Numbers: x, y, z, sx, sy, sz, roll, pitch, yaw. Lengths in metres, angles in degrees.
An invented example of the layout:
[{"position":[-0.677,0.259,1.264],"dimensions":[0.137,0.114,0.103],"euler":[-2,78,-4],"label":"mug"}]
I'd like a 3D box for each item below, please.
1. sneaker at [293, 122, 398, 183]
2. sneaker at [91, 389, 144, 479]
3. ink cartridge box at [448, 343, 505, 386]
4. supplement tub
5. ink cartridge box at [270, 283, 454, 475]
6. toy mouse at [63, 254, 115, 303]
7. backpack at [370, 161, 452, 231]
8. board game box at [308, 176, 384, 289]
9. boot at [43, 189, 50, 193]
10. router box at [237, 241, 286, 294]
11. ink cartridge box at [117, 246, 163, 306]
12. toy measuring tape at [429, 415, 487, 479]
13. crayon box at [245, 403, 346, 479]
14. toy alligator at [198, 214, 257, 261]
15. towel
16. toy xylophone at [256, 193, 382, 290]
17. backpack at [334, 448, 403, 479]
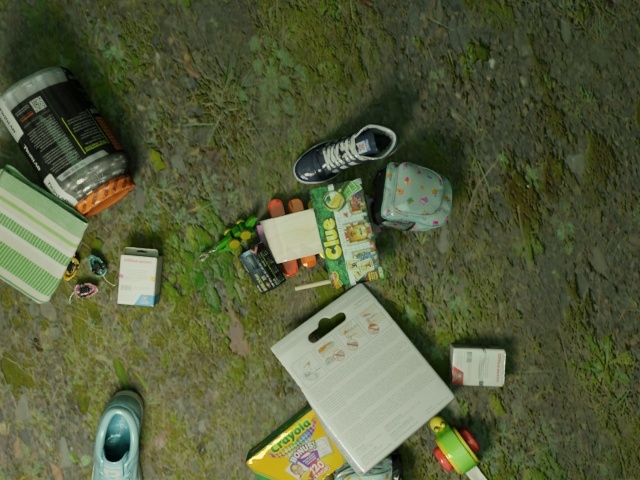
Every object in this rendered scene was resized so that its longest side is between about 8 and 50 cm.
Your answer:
[{"position":[0.064,-0.218,1.826],"dimensions":[0.282,0.153,0.099],"euler":[-19,93,1],"label":"sneaker"},{"position":[-0.530,0.577,1.868],"dimensions":[0.135,0.150,0.365],"euler":[1,93,0],"label":"sneaker"},{"position":[0.408,0.325,1.911],"dimensions":[0.135,0.056,0.099],"euler":[3,94,0],"label":"ink cartridge box"},{"position":[-0.614,-0.234,1.790],"dimensions":[0.207,0.207,0.338],"euler":[-32,93,1],"label":"supplement tub"},{"position":[0.103,0.347,1.866],"dimensions":[0.308,0.091,0.385],"euler":[-35,76,-18],"label":"ink cartridge box"},{"position":[-0.598,0.094,1.897],"dimensions":[0.143,0.031,0.160],"euler":[15,93,-1],"label":"toy mouse"},{"position":[0.239,-0.107,1.835],"dimensions":[0.189,0.144,0.165],"euler":[13,74,-19],"label":"backpack"},{"position":[0.064,-0.017,1.819],"dimensions":[0.136,0.030,0.259],"euler":[-14,94,2],"label":"board game box"},{"position":[-0.717,-0.071,1.886],"dimensions":[0.107,0.037,0.114],"euler":[16,98,1],"label":"boot"},{"position":[-0.150,0.072,1.870],"dimensions":[0.038,0.092,0.122],"euler":[-34,93,-34],"label":"router box"},{"position":[-0.458,0.089,1.869],"dimensions":[0.092,0.090,0.143],"euler":[6,92,-1],"label":"ink cartridge box"},{"position":[0.391,0.594,1.899],"dimensions":[0.121,0.121,0.330],"euler":[-36,93,1],"label":"toy measuring tape"},{"position":[-0.036,0.542,1.906],"dimensions":[0.278,0.081,0.165],"euler":[-39,93,2],"label":"crayon box"},{"position":[-0.229,0.003,1.891],"dimensions":[0.190,0.056,0.051],"euler":[-38,137,8],"label":"toy alligator"},{"position":[-0.728,-0.003,1.813],"dimensions":[0.248,0.038,0.324],"euler":[35,123,-2],"label":"towel"},{"position":[0.000,0.000,1.874],"dimensions":[0.323,0.081,0.236],"euler":[-6,93,0],"label":"toy xylophone"},{"position":[0.124,0.626,1.898],"dimensions":[0.182,0.115,0.151],"euler":[-3,96,2],"label":"backpack"}]
